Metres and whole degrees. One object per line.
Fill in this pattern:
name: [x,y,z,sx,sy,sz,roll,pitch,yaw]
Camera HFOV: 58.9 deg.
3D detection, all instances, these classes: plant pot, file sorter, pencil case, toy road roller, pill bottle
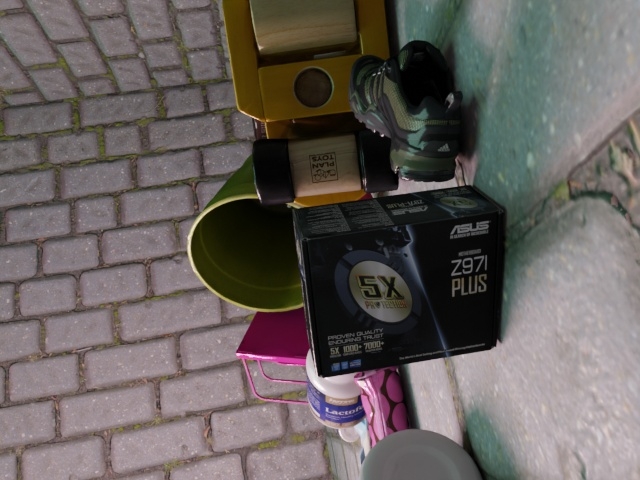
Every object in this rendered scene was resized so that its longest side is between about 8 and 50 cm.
plant pot: [-0.126,-0.067,1.493,0.353,0.366,0.367,-84,-7,-51]
file sorter: [-0.067,0.276,1.543,0.291,0.202,0.182,-65,-29,-52]
pencil case: [0.112,0.315,0.962,0.098,0.095,0.209,11,-117,-59]
toy road roller: [-0.006,-0.210,0.829,0.240,0.202,0.330,-86,-11,-75]
pill bottle: [0.045,0.286,1.212,0.265,0.153,0.153,89,170,-52]
pill bottle: [0.079,0.533,1.611,0.120,0.067,0.067,110,150,-76]
pill bottle: [0.121,0.372,0.723,0.146,0.146,0.264,-107,10,-49]

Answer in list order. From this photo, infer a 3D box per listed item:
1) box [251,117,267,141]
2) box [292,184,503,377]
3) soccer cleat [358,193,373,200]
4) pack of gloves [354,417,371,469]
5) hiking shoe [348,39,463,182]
box: [-0.108,-0.368,1.566,0.203,0.167,0.169,93,167,-59]
box: [0.072,0.037,0.540,0.077,0.180,0.147,-110,14,-65]
soccer cleat: [0.038,0.062,0.992,0.143,0.116,0.331,18,120,53]
pack of gloves: [0.093,0.499,1.409,0.232,0.046,0.195,-92,2,-47]
hiking shoe: [0.095,-0.160,0.596,0.227,0.086,0.114,-114,29,-46]
